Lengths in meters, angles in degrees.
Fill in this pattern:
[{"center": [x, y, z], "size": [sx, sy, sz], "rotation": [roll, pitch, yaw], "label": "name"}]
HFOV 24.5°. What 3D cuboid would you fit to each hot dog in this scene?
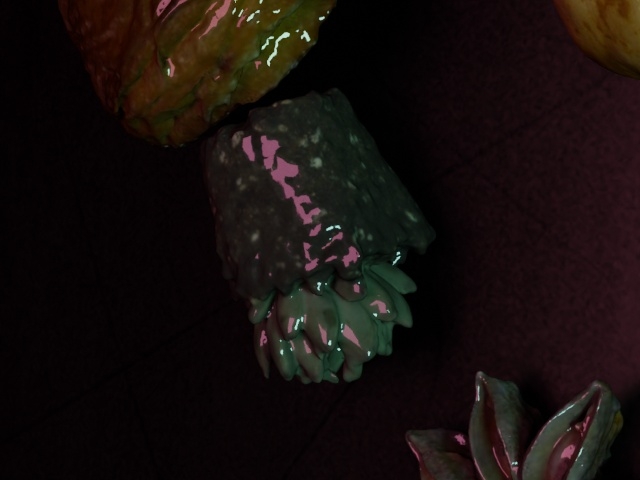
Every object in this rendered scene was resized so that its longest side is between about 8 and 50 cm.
[{"center": [-0.104, -0.245, 1.081], "size": [0.267, 0.174, 0.387], "rotation": [-44, 54, 30], "label": "hot dog"}]

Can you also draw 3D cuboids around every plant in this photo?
[{"center": [0.000, 0.000, 1.025], "size": [0.129, 0.132, 0.194], "rotation": [-21, 88, 37], "label": "plant"}]

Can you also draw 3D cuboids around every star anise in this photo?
[{"center": [0.156, 0.179, 0.944], "size": [0.197, 0.073, 0.212], "rotation": [-21, 79, 36], "label": "star anise"}]

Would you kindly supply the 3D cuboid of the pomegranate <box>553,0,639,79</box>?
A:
[{"center": [0.221, -0.173, 0.840], "size": [0.215, 0.215, 0.215], "rotation": [-2, 87, 35], "label": "pomegranate"}]
